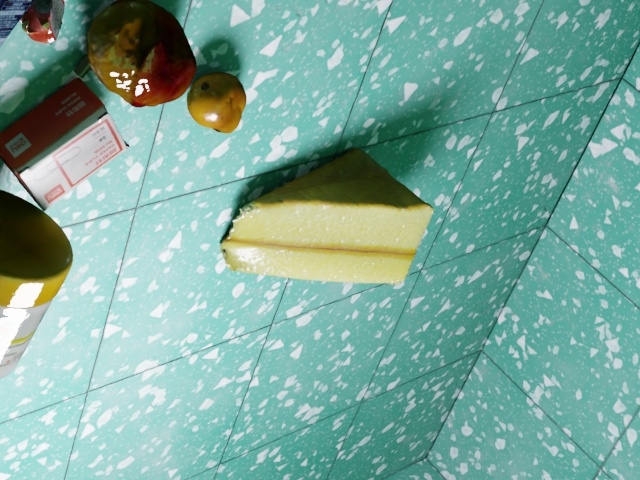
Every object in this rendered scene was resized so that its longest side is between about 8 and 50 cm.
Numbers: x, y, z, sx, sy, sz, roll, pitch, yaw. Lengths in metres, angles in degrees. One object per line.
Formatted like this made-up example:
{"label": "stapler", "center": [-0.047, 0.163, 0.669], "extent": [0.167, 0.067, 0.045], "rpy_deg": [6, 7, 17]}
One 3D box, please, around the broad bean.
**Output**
{"label": "broad bean", "center": [-0.278, -0.292, 2.095], "extent": [0.156, 0.122, 0.228], "rpy_deg": [-49, 155, 0]}

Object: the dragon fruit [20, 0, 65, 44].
{"label": "dragon fruit", "center": [-0.409, -0.330, 1.940], "extent": [0.060, 0.083, 0.056], "rpy_deg": [0, 150, 12]}

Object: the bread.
{"label": "bread", "center": [0.000, 0.000, 2.722], "extent": [0.362, 0.245, 0.233], "rpy_deg": [-25, 147, -38]}

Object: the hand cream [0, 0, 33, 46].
{"label": "hand cream", "center": [-0.485, -0.272, 1.882], "extent": [0.270, 0.061, 0.120], "rpy_deg": [-46, 175, 17]}

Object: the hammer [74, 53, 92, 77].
{"label": "hammer", "center": [-0.352, -0.268, 2.144], "extent": [0.035, 0.019, 0.110], "rpy_deg": [-49, 156, 9]}

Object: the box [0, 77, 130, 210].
{"label": "box", "center": [-0.410, -0.151, 2.131], "extent": [0.182, 0.099, 0.133], "rpy_deg": [-37, 152, -12]}

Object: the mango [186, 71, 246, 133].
{"label": "mango", "center": [-0.180, -0.243, 2.333], "extent": [0.105, 0.084, 0.159], "rpy_deg": [-61, 171, -2]}

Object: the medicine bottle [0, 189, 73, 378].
{"label": "medicine bottle", "center": [-0.541, 0.068, 2.107], "extent": [0.238, 0.238, 0.232], "rpy_deg": [-4, 133, -50]}
